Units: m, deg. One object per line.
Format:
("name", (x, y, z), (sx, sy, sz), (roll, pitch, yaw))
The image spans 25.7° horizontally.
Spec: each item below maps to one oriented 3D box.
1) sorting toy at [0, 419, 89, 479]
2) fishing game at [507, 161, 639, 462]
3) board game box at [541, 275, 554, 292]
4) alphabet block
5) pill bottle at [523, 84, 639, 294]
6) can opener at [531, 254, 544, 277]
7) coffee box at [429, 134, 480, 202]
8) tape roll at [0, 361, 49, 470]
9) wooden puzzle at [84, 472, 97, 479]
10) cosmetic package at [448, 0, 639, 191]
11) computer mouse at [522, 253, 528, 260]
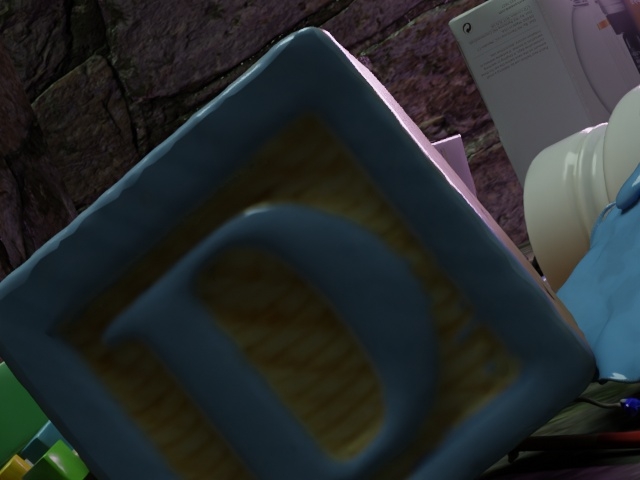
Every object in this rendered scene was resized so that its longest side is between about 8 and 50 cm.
("sorting toy", (-0.239, 0.200, 1.094), (0.348, 0.047, 0.196), (-43, 3, 39))
("fishing game", (0.189, 0.004, 0.723), (0.264, 0.041, 0.189), (-59, 15, -21))
("board game box", (0.244, 0.053, 1.554), (0.090, 0.020, 0.090), (-33, -3, 12))
("alphabet block", (-0.005, 0.038, 0.655), (0.193, 0.192, 0.197), (-38, -2, 7))
("pill bottle", (0.276, -0.045, 0.855), (0.283, 0.160, 0.160), (-25, -2, 40))
("can opener", (0.354, 0.007, 1.801), (0.186, 0.073, 0.059), (-20, -41, -20))
("coffee box", (0.000, 0.000, 1.269), (0.168, 0.118, 0.297), (-12, 6, 41))
("tape roll", (-0.297, 0.204, 1.368), (0.321, 0.077, 0.321), (-40, -11, -10))
("wooden puzzle", (-0.029, 0.148, 1.325), (0.322, 0.080, 0.348), (-22, -6, -41))
("cosmetic package", (0.299, -0.112, 1.301), (0.097, 0.284, 0.377), (-22, 0, 38))
("computer mouse", (0.188, 0.090, 1.967), (0.242, 0.041, 0.071), (-30, -1, 9))
